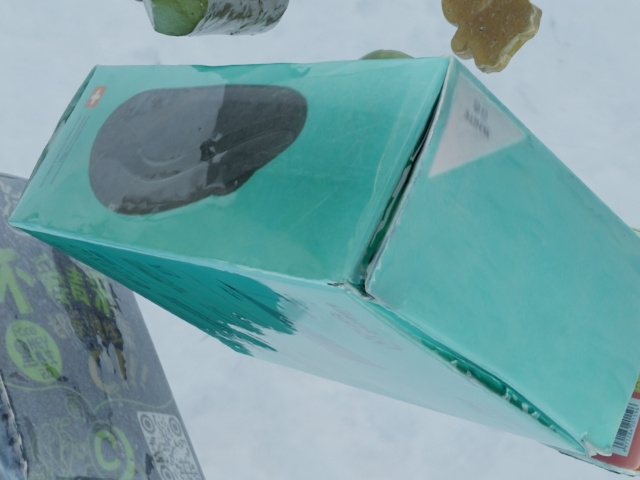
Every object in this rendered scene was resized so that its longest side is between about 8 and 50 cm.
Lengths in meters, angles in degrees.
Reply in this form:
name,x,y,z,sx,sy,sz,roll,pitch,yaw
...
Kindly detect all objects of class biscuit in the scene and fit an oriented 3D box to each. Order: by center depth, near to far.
name,x,y,z,sx,sy,sz,roll,pitch,yaw
biscuit,0.248,-0.348,1.734,0.166,0.036,0.225,-50,43,25

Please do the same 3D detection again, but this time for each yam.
name,x,y,z,sx,sy,sz,roll,pitch,yaw
yam,-0.066,-0.147,0.655,0.070,0.146,0.069,5,102,24

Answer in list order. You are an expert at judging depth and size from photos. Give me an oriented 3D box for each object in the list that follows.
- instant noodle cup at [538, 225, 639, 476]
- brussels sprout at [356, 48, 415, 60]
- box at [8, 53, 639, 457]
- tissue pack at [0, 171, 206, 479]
name,x,y,z,sx,sy,sz,roll,pitch,yaw
instant noodle cup,0.427,0.149,1.663,0.294,0.294,0.307,18,102,17
brussels sprout,0.097,-0.162,1.556,0.161,0.144,0.180,-32,75,18
box,0.000,0.000,0.635,0.311,0.205,0.118,9,72,50
tissue pack,-0.280,0.120,1.183,0.124,0.288,0.394,-33,69,19
